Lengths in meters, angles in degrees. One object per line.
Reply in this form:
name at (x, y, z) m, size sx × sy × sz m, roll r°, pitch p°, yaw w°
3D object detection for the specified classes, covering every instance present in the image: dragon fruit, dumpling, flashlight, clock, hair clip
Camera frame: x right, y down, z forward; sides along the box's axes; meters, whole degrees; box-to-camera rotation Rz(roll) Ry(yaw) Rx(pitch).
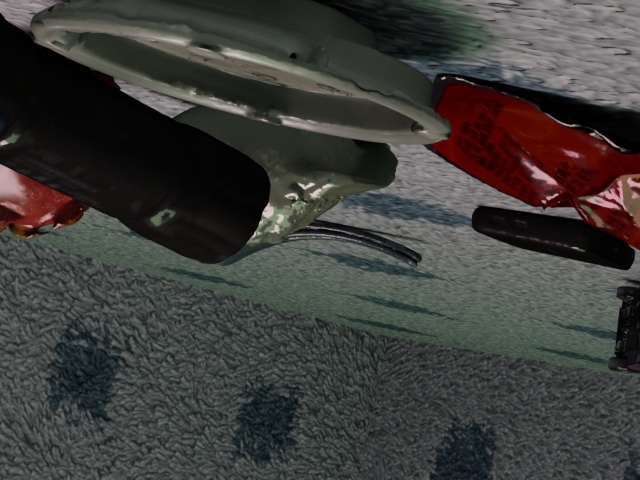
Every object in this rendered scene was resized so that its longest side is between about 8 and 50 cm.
dragon fruit at (-0.205, -0.075, 1.371) m, size 0.133 × 0.150 × 0.207 m, roll 44°, pitch 167°, yaw -2°
dumpling at (-0.044, -0.044, 1.420) m, size 0.219 × 0.108 × 0.152 m, roll 12°, pitch 175°, yaw 29°
flashlight at (-0.181, -0.085, 1.125) m, size 0.103 × 0.103 × 0.424 m, roll 7°, pitch 167°, yaw 42°
clock at (-0.039, -0.104, 1.054) m, size 0.236 × 0.053 × 0.236 m, roll 15°, pitch 175°, yaw 1°
hair clip at (0.000, 0.000, 2.150) m, size 0.229 × 0.070 × 0.039 m, roll 3°, pitch 169°, yaw 14°

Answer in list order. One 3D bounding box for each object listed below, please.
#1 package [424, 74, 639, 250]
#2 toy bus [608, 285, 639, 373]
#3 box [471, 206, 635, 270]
package at (0.190, -0.034, 1.229) m, size 0.269 × 0.071 × 0.194 m, roll 16°, pitch 160°, yaw 0°
toy bus at (0.371, 0.092, 2.014) m, size 0.108 × 0.096 × 0.199 m, roll 8°, pitch 172°, yaw -5°
box at (0.208, -0.003, 1.745) m, size 0.125 × 0.027 × 0.126 m, roll 12°, pitch 177°, yaw 30°
